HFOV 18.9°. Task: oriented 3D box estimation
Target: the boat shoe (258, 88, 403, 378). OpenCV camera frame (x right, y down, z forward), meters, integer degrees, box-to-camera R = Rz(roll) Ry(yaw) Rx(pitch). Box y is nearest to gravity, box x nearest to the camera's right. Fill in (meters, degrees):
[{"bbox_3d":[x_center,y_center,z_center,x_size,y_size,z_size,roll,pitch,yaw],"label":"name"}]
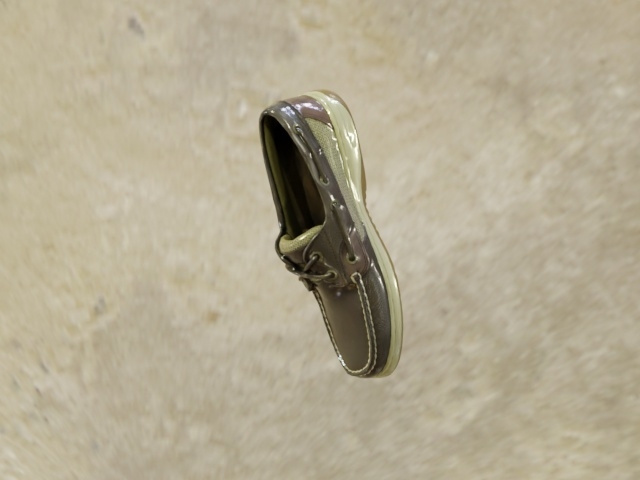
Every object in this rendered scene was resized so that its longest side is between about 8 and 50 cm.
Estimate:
[{"bbox_3d":[0.000,0.000,0.983,0.049,0.056,0.152,-13,85,-38],"label":"boat shoe"}]
